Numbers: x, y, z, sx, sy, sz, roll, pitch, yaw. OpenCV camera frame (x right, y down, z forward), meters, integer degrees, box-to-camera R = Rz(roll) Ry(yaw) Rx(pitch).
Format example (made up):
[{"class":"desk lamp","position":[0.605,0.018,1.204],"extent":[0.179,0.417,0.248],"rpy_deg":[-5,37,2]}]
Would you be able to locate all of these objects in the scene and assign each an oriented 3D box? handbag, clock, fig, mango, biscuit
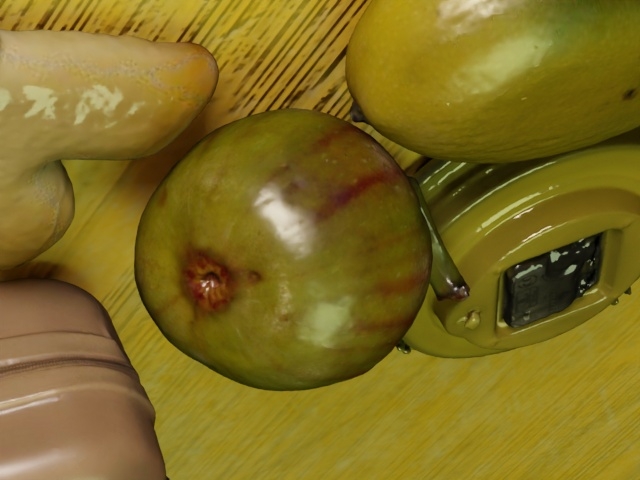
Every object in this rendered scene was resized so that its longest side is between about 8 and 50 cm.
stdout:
[{"class":"handbag","position":[-0.238,0.166,0.797],"extent":[0.283,0.149,0.302],"rpy_deg":[-10,144,-25]},{"class":"clock","position":[0.134,0.008,0.897],"extent":[0.237,0.057,0.237],"rpy_deg":[-18,145,-13]},{"class":"fig","position":[0.003,-0.005,0.738],"extent":[0.186,0.148,0.142],"rpy_deg":[-41,173,-39]},{"class":"mango","position":[0.124,-0.098,0.723],"extent":[0.237,0.091,0.137],"rpy_deg":[-4,146,-27]},{"class":"biscuit","position":[-0.159,-0.063,0.630],"extent":[0.164,0.047,0.208],"rpy_deg":[-40,142,19]}]
